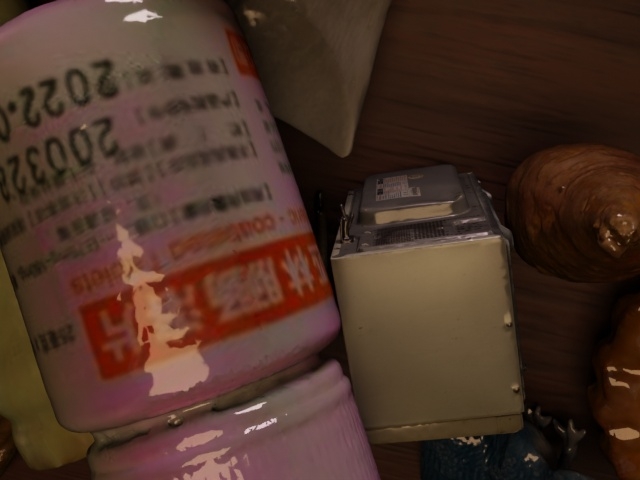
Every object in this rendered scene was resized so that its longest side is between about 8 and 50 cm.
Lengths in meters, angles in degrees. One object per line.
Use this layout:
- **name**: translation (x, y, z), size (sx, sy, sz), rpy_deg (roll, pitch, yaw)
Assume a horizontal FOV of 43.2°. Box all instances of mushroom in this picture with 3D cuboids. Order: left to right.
- **mushroom**: translation (0.058, -0.283, 0.700), size (0.177, 0.126, 0.397), rpy_deg (31, 106, -16)

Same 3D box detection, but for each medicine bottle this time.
- **medicine bottle**: translation (-0.107, 0.034, 0.595), size (0.219, 0.219, 0.388), rpy_deg (-18, 87, 10)

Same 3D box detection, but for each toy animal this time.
- **toy animal**: translation (0.192, 0.233, 0.808), size (0.239, 0.176, 0.255), rpy_deg (8, 113, 40)

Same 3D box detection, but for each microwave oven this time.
- **microwave oven**: translation (0.096, 0.039, 0.723), size (0.145, 0.240, 0.194), rpy_deg (-5, 105, 7)

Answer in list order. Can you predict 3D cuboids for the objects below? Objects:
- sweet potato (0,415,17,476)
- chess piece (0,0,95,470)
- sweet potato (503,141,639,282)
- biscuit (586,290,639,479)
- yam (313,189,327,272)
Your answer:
- **sweet potato**: translation (-0.360, 0.222, 0.915), size (0.053, 0.054, 0.182), rpy_deg (47, 110, 27)
- **chess piece**: translation (-0.277, -0.028, 0.760), size (0.234, 0.234, 0.442), rpy_deg (-26, 99, 12)
- **sweet potato**: translation (0.212, -0.024, 0.659), size (0.131, 0.337, 0.131), rpy_deg (0, 90, 15)
- **biscuit**: translation (0.426, 0.140, 0.793), size (0.326, 0.107, 0.325), rpy_deg (2, 105, 8)
- **yam**: translation (0.000, 0.000, 0.839), size (0.014, 0.014, 0.107), rpy_deg (1, 105, 5)
